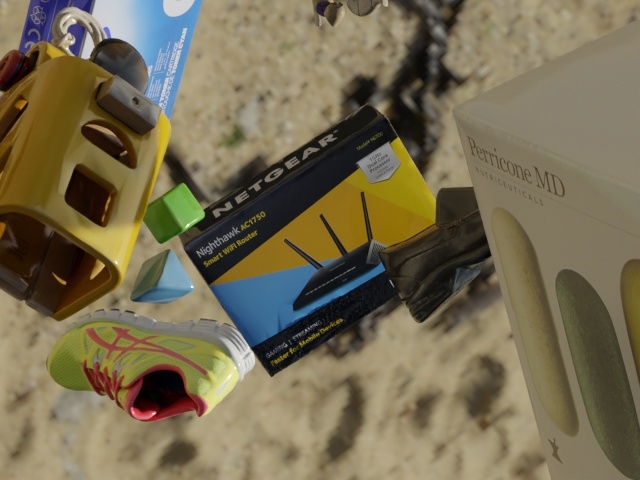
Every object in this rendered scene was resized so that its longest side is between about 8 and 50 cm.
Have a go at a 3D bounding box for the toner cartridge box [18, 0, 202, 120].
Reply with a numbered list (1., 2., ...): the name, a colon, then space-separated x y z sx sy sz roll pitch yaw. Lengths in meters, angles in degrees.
1. toner cartridge box: -0.170 -0.259 1.612 0.165 0.075 0.347 -17 130 -54

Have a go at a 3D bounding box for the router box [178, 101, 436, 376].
1. router box: 0.000 0.000 1.347 0.179 0.046 0.133 -34 115 -1

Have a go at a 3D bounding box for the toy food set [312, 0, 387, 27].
1. toy food set: 0.019 -0.250 1.740 0.019 0.078 0.122 -4 174 -34

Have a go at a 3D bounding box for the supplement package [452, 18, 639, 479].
1. supplement package: 0.217 0.039 0.806 0.198 0.199 0.262 -26 116 -18

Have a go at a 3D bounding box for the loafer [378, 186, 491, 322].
1. loafer: 0.103 -0.013 1.251 0.170 0.061 0.062 -46 172 30

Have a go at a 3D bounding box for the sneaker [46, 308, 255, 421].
1. sneaker: -0.167 0.119 1.598 0.081 0.209 0.094 64 37 -32

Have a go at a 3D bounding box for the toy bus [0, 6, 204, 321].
1. toy bus: -0.140 -0.057 1.049 0.191 0.202 0.104 -17 172 -47
